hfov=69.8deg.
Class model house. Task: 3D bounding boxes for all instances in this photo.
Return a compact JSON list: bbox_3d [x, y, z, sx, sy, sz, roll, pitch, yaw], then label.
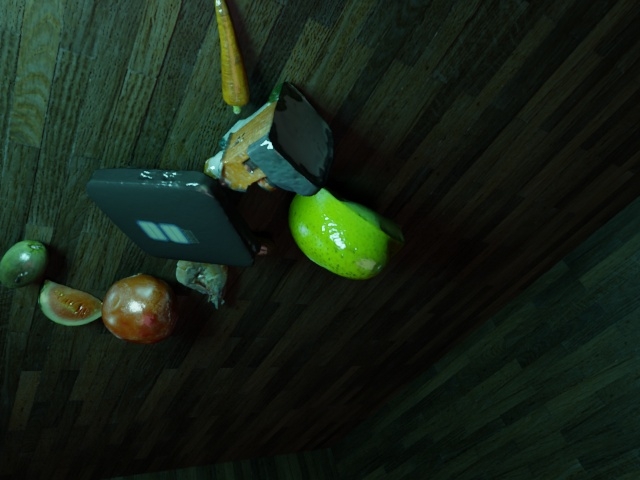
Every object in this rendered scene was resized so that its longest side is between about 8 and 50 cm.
[{"bbox_3d":[-0.143,-0.191,1.094,0.301,0.271,0.190,-23,130,28],"label":"model house"}]

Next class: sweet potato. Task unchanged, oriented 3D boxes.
[{"bbox_3d":[-0.248,0.006,1.419,0.233,0.062,0.081,12,116,-31],"label":"sweet potato"}]

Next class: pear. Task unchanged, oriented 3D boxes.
[{"bbox_3d":[0.089,0.002,1.347,0.342,0.318,0.238,24,104,-40],"label":"pear"}]

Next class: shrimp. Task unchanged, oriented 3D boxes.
[{"bbox_3d":[-0.381,0.131,1.506,0.164,0.062,0.317,-8,136,-11],"label":"shrimp"}]

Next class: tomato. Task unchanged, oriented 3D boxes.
[{"bbox_3d":[-0.555,0.219,1.414,0.232,0.188,0.232,-9,131,-10],"label":"tomato"}]

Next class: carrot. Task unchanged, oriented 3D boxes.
[{"bbox_3d":[-0.192,-0.395,0.977,0.061,0.061,0.257,-12,132,-12],"label":"carrot"}]

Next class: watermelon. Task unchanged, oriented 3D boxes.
[{"bbox_3d":[-0.769,0.198,1.410,0.119,0.063,0.245,-39,140,1],"label":"watermelon"}]

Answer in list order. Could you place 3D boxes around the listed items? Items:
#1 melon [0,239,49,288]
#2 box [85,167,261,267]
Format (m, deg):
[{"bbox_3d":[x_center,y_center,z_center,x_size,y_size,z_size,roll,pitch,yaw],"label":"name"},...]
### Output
[{"bbox_3d":[-0.782,0.065,1.207,0.162,0.099,0.099,-42,138,23],"label":"melon"},{"bbox_3d":[-0.353,-0.052,1.149,0.350,0.091,0.359,4,150,17],"label":"box"}]
